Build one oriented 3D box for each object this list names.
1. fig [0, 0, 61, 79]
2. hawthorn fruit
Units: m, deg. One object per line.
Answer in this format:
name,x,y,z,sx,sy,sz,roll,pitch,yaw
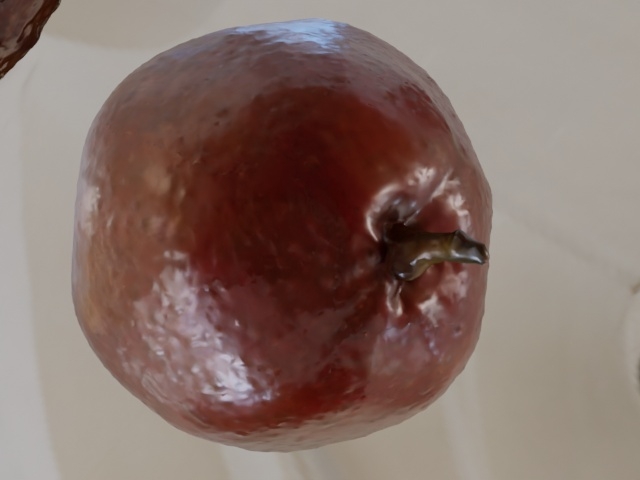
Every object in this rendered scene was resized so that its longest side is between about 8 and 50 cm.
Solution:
fig,-0.126,-0.076,0.495,0.119,0.153,0.119,4,-111,-11
hawthorn fruit,0.000,0.000,0.779,0.196,0.225,0.197,-2,-86,-29
